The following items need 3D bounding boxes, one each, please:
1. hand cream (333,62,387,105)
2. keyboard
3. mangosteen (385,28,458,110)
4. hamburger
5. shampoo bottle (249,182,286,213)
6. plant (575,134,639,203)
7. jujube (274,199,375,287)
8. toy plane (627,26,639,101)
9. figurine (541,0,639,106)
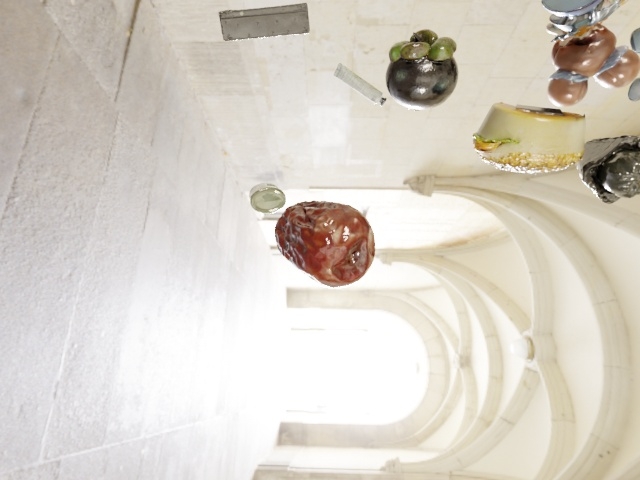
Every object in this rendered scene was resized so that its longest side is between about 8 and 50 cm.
[{"bbox_3d":[0.134,-0.515,1.377,0.042,0.194,0.067,-58,-173,-16],"label":"hand cream"},{"bbox_3d":[-0.143,-0.565,1.076,0.023,0.231,0.072,-120,-158,-60],"label":"keyboard"},{"bbox_3d":[0.312,-0.519,1.278,0.243,0.243,0.243,1,90,-88],"label":"mangosteen"},{"bbox_3d":[0.581,-0.282,1.168,0.276,0.294,0.179,-46,145,-59],"label":"hamburger"},{"bbox_3d":[-0.191,-0.155,1.455,0.234,0.118,0.087,-131,-149,-73],"label":"shampoo bottle"},{"bbox_3d":[0.801,-0.197,1.128,0.164,0.142,0.256,-43,-166,24],"label":"plant"},{"bbox_3d":[0.000,0.000,0.780,0.230,0.155,0.155,15,-72,55],"label":"jujube"},{"bbox_3d":[0.577,-0.260,0.585,0.246,0.078,0.169,36,-37,61],"label":"toy plane"},{"bbox_3d":[0.865,-0.655,1.350,0.388,0.277,0.248,36,47,-51],"label":"figurine"}]
